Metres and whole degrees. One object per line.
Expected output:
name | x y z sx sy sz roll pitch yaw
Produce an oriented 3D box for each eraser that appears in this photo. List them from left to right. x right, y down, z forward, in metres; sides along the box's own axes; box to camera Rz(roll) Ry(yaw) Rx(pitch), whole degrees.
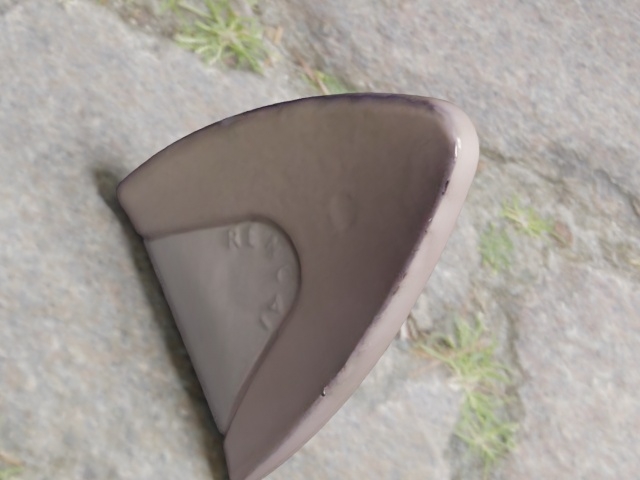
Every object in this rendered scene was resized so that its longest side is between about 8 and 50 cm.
eraser | 0.001 0.000 1.037 0.059 0.243 0.204 3 58 -51
